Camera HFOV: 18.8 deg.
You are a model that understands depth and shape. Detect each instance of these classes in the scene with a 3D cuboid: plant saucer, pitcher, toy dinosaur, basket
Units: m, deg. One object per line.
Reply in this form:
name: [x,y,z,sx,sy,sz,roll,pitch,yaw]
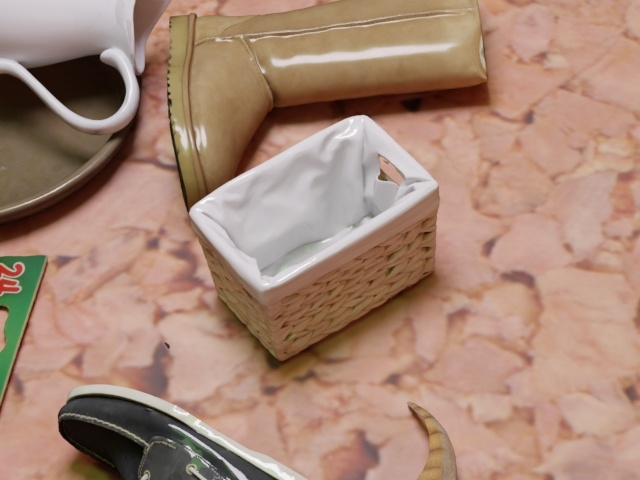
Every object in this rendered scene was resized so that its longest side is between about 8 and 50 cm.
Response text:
plant saucer: [-0.290,-0.107,1.676,0.278,0.041,0.278,-4,47,4]
pitcher: [-0.241,-0.182,1.641,0.207,0.125,0.178,9,67,6]
toy dinosaur: [0.080,0.185,1.333,0.112,0.064,0.211,9,50,19]
basket: [0.000,0.000,1.488,0.167,0.103,0.113,-31,51,-17]

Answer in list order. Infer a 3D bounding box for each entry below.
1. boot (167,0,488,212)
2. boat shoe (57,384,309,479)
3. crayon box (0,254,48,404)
boot: [0.008,-0.133,1.622,0.269,0.089,0.236,-6,47,1]
boat shoe: [-0.100,0.172,1.360,0.233,0.084,0.079,25,56,25]
crayon box: [-0.394,0.055,1.516,0.318,0.081,0.202,1,47,9]
